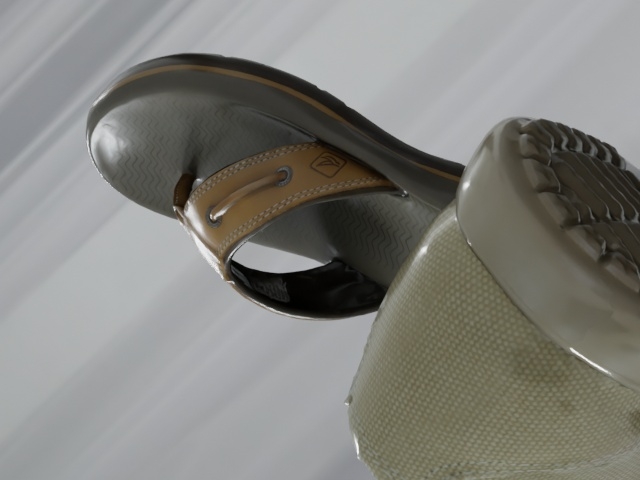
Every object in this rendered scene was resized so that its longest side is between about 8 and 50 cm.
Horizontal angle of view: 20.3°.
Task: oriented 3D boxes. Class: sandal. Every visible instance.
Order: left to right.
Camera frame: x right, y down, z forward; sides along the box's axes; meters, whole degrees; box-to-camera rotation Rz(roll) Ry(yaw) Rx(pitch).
[{"bbox_3d":[0.000,0.000,0.616,0.219,0.060,0.090,26,147,23],"label":"sandal"}]

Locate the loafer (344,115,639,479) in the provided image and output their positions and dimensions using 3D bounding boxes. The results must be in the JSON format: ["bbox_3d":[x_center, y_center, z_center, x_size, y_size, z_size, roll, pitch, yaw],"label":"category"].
[{"bbox_3d":[0.089,0.036,0.501,0.268,0.092,0.102,21,-147,-55],"label":"loafer"}]
